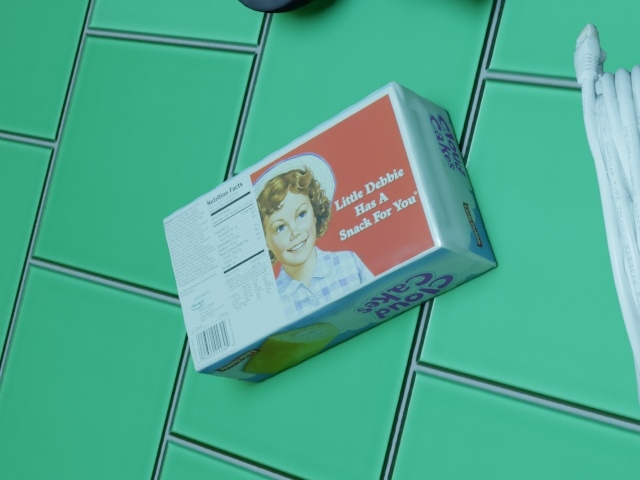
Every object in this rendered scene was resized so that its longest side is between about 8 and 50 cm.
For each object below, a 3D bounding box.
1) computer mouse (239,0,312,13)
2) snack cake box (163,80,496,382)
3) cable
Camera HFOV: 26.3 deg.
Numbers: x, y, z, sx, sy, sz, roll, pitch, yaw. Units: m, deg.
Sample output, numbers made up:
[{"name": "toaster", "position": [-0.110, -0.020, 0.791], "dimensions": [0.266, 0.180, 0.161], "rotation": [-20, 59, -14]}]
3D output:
[{"name": "computer mouse", "position": [-0.012, -0.319, 1.255], "dimensions": [0.189, 0.072, 0.272], "rotation": [-9, 65, 33]}, {"name": "snack cake box", "position": [0.000, 0.000, 1.159], "dimensions": [0.264, 0.089, 0.152], "rotation": [-28, 63, 29]}, {"name": "cable", "position": [0.234, 0.012, 0.884], "dimensions": [0.089, 0.257, 0.257], "rotation": [-11, 40, 12]}]
